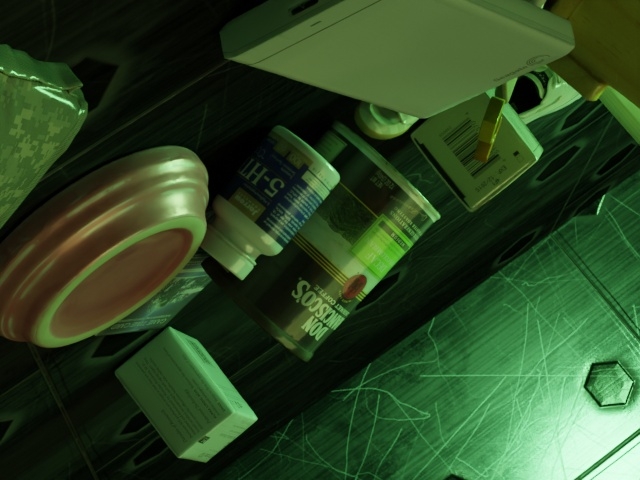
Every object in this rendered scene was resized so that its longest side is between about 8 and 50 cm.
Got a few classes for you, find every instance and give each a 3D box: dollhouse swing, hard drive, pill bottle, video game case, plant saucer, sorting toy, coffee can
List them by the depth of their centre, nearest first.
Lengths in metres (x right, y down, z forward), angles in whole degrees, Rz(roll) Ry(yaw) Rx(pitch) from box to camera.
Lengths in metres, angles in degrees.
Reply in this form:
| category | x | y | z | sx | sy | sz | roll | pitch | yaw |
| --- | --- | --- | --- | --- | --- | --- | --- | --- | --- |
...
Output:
| category | x | y | z | sx | sy | sz | roll | pitch | yaw |
| --- | --- | --- | --- | --- | --- | --- | --- | --- | --- |
| hard drive | 0.093 | -0.223 | 1.659 | 0.233 | 0.047 | 0.353 | -22 | 160 | 36 |
| plant saucer | -0.262 | 0.022 | 1.811 | 0.332 | 0.084 | 0.332 | -35 | 165 | -11 |
| dollhouse swing | 0.487 | -0.324 | 1.874 | 0.346 | 0.305 | 0.315 | -58 | -179 | 32 |
| pill bottle | -0.073 | -0.045 | 1.931 | 0.186 | 0.112 | 0.112 | -51 | 166 | -3 |
| sorting toy | 0.256 | -0.269 | 1.998 | 0.229 | 0.041 | 0.307 | 74 | 36 | -77 |
| coffee can | 0.000 | 0.000 | 2.063 | 0.275 | 0.201 | 0.201 | -48 | 165 | 0 |
| video game case | -0.190 | 0.038 | 2.147 | 0.274 | 0.026 | 0.196 | -42 | 165 | 18 |

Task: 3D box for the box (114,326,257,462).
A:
| category | x | y | z | sx | sy | sz | roll | pitch | yaw |
| --- | --- | --- | --- | --- | --- | --- | --- | --- | --- |
| box | -0.215 | 0.252 | 2.418 | 0.119 | 0.182 | 0.181 | -39 | 166 | 1 |

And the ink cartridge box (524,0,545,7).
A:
| category | x | y | z | sx | sy | sz | roll | pitch | yaw |
| --- | --- | --- | --- | --- | --- | --- | --- | --- | --- |
| ink cartridge box | 0.253 | -0.401 | 1.659 | 0.296 | 0.066 | 0.261 | -54 | 154 | 4 |

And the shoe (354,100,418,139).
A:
| category | x | y | z | sx | sy | sz | roll | pitch | yaw |
| --- | --- | --- | --- | --- | --- | --- | --- | --- | --- |
| shoe | 0.124 | -0.205 | 2.068 | 0.219 | 0.076 | 0.058 | -35 | 165 | -45 |

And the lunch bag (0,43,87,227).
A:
| category | x | y | z | sx | sy | sz | roll | pitch | yaw |
| --- | --- | --- | --- | --- | --- | --- | --- | --- | --- |
| lunch bag | -0.345 | -0.068 | 1.175 | 0.287 | 0.169 | 0.235 | -37 | 166 | 13 |

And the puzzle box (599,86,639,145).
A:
| category | x | y | z | sx | sy | sz | roll | pitch | yaw |
| --- | --- | --- | --- | --- | --- | --- | --- | --- | --- |
| puzzle box | 0.607 | -0.339 | 2.415 | 0.409 | 0.272 | 0.052 | -33 | 164 | -17 |

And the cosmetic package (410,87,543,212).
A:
| category | x | y | z | sx | sy | sz | roll | pitch | yaw |
| --- | --- | --- | --- | --- | --- | --- | --- | --- | --- |
| cosmetic package | 0.240 | -0.146 | 2.250 | 0.129 | 0.153 | 0.296 | -39 | 177 | 12 |

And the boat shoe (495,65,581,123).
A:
| category | x | y | z | sx | sy | sz | roll | pitch | yaw |
| --- | --- | --- | --- | --- | --- | --- | --- | --- | --- |
| boat shoe | 0.352 | -0.254 | 2.435 | 0.268 | 0.096 | 0.088 | -29 | 170 | -2 |
